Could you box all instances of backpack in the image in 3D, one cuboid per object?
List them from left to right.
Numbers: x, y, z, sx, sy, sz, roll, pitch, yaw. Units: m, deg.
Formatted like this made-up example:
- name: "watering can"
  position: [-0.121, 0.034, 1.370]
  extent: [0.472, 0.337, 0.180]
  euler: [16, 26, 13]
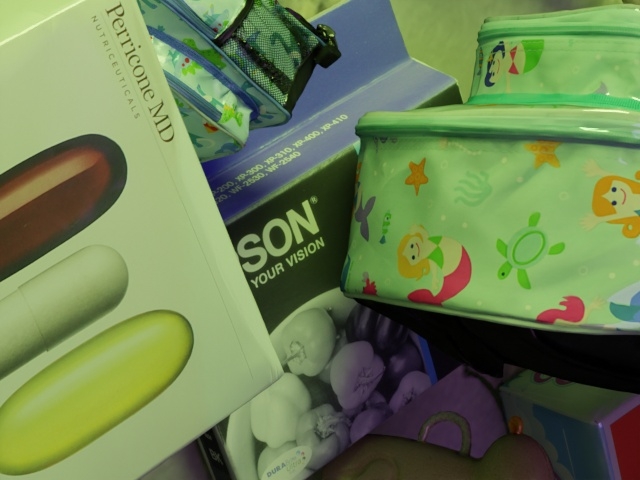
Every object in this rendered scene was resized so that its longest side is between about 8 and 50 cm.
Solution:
- name: "backpack"
  position: [-0.071, -0.091, 0.792]
  extent: [0.114, 0.105, 0.084]
  euler: [45, 59, -30]
- name: "backpack"
  position: [0.142, -0.014, 0.846]
  extent: [0.253, 0.225, 0.191]
  euler: [2, 93, -32]

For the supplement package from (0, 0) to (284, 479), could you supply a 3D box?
- name: "supplement package"
  position: [-0.159, 0.016, 0.719]
  extent: [0.203, 0.149, 0.194]
  euler: [-35, 118, -27]

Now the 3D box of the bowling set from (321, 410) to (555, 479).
- name: "bowling set"
  position: [0.096, 0.244, 0.941]
  extent: [0.200, 0.154, 0.287]
  euler: [27, 65, -58]

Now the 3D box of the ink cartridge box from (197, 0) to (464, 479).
- name: "ink cartridge box"
  position: [0.000, 0.000, 0.907]
  extent: [0.206, 0.045, 0.208]
  euler: [-33, 115, -29]

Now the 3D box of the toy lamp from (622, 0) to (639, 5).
- name: "toy lamp"
  position: [0.125, -0.185, 0.946]
  extent: [0.274, 0.080, 0.080]
  euler: [38, 75, -36]

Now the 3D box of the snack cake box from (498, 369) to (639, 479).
- name: "snack cake box"
  position: [0.215, 0.180, 1.080]
  extent: [0.152, 0.089, 0.264]
  euler: [-27, 114, -29]
